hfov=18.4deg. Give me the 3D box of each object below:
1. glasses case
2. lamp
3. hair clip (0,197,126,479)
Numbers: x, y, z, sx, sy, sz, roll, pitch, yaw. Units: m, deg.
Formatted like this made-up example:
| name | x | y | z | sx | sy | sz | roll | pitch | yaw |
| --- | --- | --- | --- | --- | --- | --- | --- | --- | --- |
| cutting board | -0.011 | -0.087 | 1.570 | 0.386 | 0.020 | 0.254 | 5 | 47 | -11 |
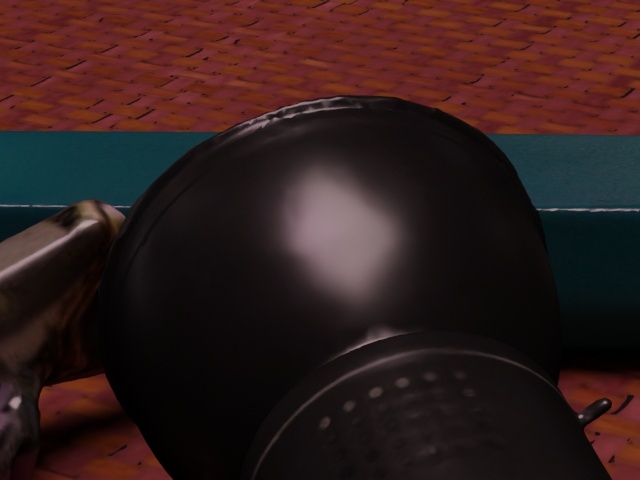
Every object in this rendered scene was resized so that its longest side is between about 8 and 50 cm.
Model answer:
| name | x | y | z | sx | sy | sz | roll | pitch | yaw |
| --- | --- | --- | --- | --- | --- | --- | --- | --- | --- |
| glasses case | 0.000 | 0.000 | 0.773 | 0.301 | 0.070 | 0.117 | 0 | 18 | 6 |
| lamp | 0.020 | 0.077 | 0.530 | 0.172 | 0.147 | 0.227 | -17 | 33 | -4 |
| hair clip | -0.184 | 0.059 | 0.636 | 0.292 | 0.084 | 0.106 | -15 | 32 | -18 |
